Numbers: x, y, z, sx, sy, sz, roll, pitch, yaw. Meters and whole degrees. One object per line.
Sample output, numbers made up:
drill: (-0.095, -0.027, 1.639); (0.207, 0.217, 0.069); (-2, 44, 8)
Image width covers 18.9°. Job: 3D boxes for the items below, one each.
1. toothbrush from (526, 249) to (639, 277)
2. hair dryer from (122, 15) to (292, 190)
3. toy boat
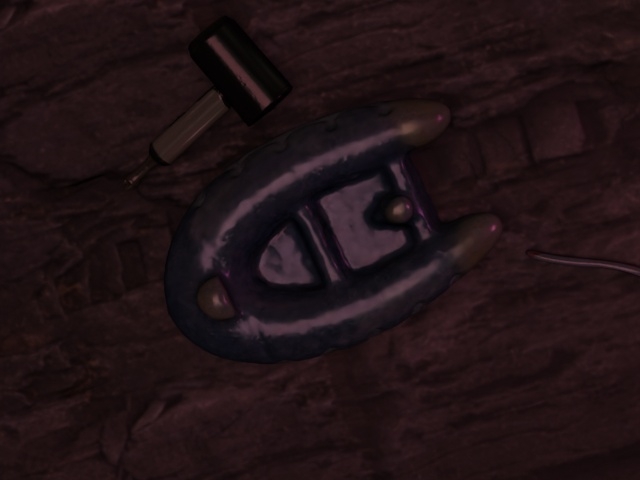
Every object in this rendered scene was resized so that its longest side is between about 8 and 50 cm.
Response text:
toothbrush: (0.293, 0.029, 1.853); (0.193, 0.013, 0.019); (11, 106, 5)
hair dryer: (-0.128, -0.119, 1.872); (0.197, 0.057, 0.100); (-43, 88, 15)
toy boat: (0.000, 0.000, 1.831); (0.330, 0.123, 0.215); (-22, 95, 7)
